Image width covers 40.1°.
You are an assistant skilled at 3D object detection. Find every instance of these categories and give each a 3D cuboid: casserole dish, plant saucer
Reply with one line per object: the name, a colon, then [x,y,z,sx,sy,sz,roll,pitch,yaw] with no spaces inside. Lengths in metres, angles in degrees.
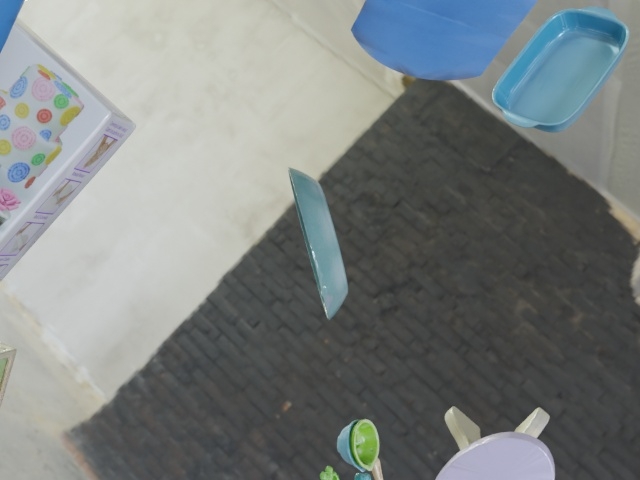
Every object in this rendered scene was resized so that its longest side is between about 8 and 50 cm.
casserole dish: [0.290,-0.200,1.050,0.114,0.188,0.037,29,-15,37]
plant saucer: [0.000,0.000,0.660,0.119,0.021,0.119,165,-90,-88]

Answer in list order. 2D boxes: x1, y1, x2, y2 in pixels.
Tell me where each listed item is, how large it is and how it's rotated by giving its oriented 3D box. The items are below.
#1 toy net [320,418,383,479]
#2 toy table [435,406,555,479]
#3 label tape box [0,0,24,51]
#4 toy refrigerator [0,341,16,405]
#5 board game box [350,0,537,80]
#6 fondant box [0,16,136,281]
toy net: [0.079,0.364,1.263,0.045,0.122,0.232,-12,-51,31]
toy table: [0.313,0.427,1.593,0.252,0.274,0.161,51,24,0]
label tape box: [-0.340,-0.182,0.474,0.347,0.249,0.115,36,21,7]
toy refrigerator: [-0.560,0.285,1.340,0.094,0.270,0.102,20,6,13]
board game box: [0.106,-0.209,0.772,0.133,0.033,0.169,15,-30,-11]
fondant box: [-0.368,-0.064,0.789,0.238,0.330,0.096,42,2,3]
